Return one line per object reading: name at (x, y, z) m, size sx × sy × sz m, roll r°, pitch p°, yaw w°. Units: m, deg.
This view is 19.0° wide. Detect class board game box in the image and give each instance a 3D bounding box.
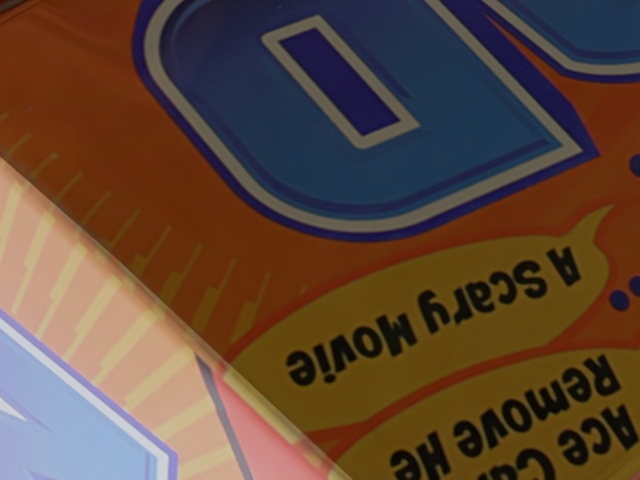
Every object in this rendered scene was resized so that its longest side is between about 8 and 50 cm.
board game box at (0.000, 0.000, 0.639) m, size 0.356 × 0.356 × 0.356 m, roll -31°, pitch -119°, yaw -34°
